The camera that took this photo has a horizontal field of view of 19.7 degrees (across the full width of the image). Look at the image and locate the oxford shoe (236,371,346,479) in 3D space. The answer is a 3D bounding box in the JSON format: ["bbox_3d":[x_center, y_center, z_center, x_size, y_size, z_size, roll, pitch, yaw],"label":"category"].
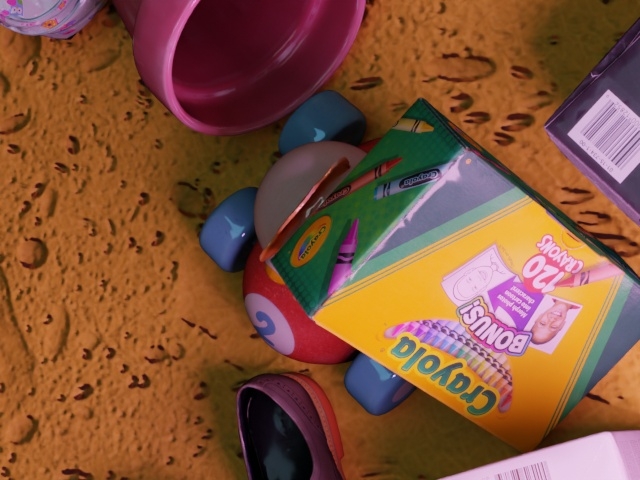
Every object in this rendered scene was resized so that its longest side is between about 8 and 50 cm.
[{"bbox_3d":[-0.009,0.237,1.501,0.097,0.098,0.271,-28,75,15],"label":"oxford shoe"}]

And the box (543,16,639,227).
[{"bbox_3d":[0.319,-0.052,1.389,0.247,0.142,0.163,45,101,20],"label":"box"}]

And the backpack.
[{"bbox_3d":[-0.232,-0.268,1.630,0.152,0.115,0.182,35,100,17],"label":"backpack"}]

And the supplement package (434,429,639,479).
[{"bbox_3d":[0.191,0.219,1.352,0.139,0.244,0.134,-18,79,17],"label":"supplement package"}]

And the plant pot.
[{"bbox_3d":[-0.092,-0.217,1.542,0.201,0.201,0.180,-50,56,9],"label":"plant pot"}]

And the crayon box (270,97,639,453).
[{"bbox_3d":[0.116,0.034,1.384,0.165,0.278,0.081,-48,41,10],"label":"crayon box"}]

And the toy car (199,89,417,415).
[{"bbox_3d":[0.000,0.000,1.449,0.219,0.238,0.210,44,100,19],"label":"toy car"}]
